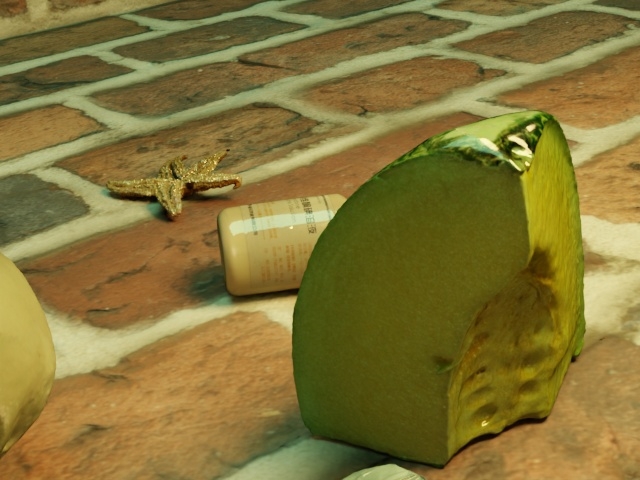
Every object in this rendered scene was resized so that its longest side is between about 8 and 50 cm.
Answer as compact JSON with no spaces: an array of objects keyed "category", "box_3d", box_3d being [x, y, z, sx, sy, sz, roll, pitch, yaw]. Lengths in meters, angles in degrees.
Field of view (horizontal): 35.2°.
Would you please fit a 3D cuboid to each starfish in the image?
[{"category":"starfish","box_3d":[-0.226,-0.092,1.586,0.241,0.043,0.227,-1,23,16]}]

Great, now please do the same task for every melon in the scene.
[{"category":"melon","box_3d":[0.138,0.033,0.926,0.331,0.343,0.226,-7,29,-12]}]

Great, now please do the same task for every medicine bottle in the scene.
[{"category":"medicine bottle","box_3d":[0.000,0.000,1.271,0.252,0.114,0.114,-7,25,-8]}]

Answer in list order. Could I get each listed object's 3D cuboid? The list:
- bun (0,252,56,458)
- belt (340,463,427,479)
[{"category":"bun","box_3d":[-0.411,0.154,0.910,0.360,0.211,0.359,-11,32,7]},{"category":"belt","box_3d":[0.041,0.242,0.817,0.105,0.058,0.140,7,30,35]}]
